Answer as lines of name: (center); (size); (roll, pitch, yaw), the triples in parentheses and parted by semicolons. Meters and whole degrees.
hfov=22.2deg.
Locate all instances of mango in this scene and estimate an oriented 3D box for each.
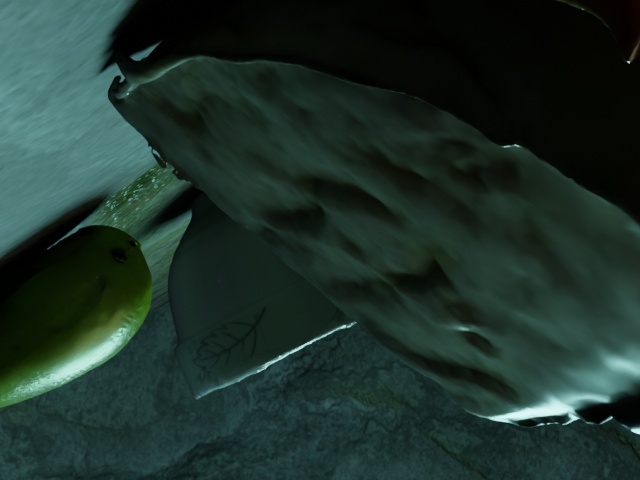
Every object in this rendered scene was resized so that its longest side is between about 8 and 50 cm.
mango: (-0.166, 0.055, 0.928); (0.165, 0.074, 0.091); (-35, -179, 12)

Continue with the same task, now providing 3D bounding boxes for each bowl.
bowl: (0.000, 0.000, 1.270); (0.287, 0.143, 0.287); (-26, 179, -1)

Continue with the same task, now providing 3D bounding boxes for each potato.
potato: (0.096, -0.083, 0.573); (0.264, 0.211, 0.189); (-48, -175, -31)

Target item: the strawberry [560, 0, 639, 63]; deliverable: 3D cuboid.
strawberry: (0.155, -0.146, 0.345); (0.306, 0.137, 0.233); (-34, 179, 31)
